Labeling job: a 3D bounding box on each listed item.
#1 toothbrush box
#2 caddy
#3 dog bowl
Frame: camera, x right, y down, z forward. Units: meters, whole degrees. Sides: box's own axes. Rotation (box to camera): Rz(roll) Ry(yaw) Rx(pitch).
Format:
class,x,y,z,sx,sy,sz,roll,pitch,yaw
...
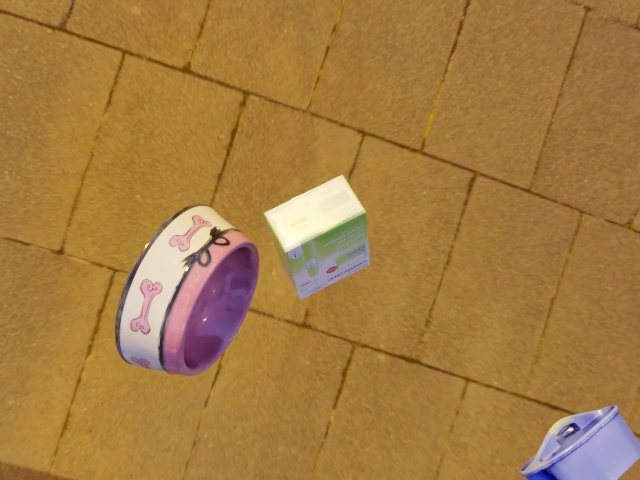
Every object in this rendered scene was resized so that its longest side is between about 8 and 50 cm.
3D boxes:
class,x,y,z,sx,sy,sz,roll,pitch,yaw
toothbrush box,0.000,0.000,1.649,0.206,0.283,0.122,-26,64,-8
caddy,0.687,0.564,1.831,0.341,0.241,0.179,-23,71,-33
dog bowl,-0.285,0.129,1.581,0.150,0.408,0.408,23,89,16
